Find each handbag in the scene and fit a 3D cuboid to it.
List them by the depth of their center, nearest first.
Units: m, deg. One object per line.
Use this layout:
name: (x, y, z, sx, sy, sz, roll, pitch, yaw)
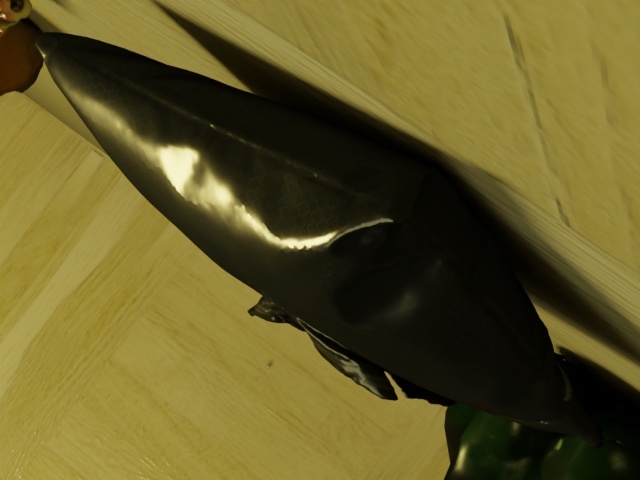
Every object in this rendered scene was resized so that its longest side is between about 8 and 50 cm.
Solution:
handbag: (0.000, 0.000, 0.686, 0.254, 0.088, 0.211, 28, 168, 44)

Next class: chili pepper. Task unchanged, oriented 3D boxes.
chili pepper: (0.142, 0.168, 0.868, 0.165, 0.174, 0.261, 5, 159, 21)

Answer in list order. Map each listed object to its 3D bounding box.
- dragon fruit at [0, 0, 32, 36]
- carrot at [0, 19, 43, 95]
dragon fruit: (-0.234, -0.156, 0.957, 0.116, 0.086, 0.081, 23, 130, 40)
carrot: (-0.423, -0.176, 1.223, 0.341, 0.241, 0.241, 33, 176, -2)
